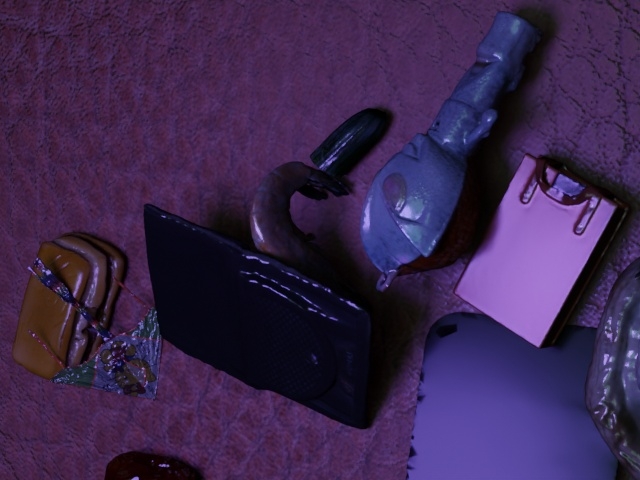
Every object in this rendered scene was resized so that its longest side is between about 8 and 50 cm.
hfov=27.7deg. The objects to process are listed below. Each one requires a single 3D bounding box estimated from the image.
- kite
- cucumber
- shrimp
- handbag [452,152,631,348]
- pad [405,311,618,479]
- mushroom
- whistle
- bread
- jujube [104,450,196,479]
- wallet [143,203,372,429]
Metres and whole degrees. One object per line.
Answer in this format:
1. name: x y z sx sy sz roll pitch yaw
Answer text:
1. kite: -0.290 0.115 1.709 0.198 0.006 0.244 -39 100 -2
2. cucumber: 0.038 -0.122 1.575 0.105 0.048 0.048 -44 73 19
3. shrimp: 0.000 0.000 1.567 0.046 0.152 0.219 -18 124 45
4. handbag: 0.248 0.009 1.465 0.127 0.063 0.190 33 107 27
5. pad: 0.253 0.282 1.489 0.315 0.063 0.375 7 84 26
6. mushroom: 0.369 0.152 1.343 0.164 0.189 0.267 -39 87 24
7. whistle: 0.149 -0.094 1.481 0.133 0.142 0.346 29 92 4
8. bread: -0.344 0.090 1.755 0.116 0.077 0.200 22 100 32
9. jujube: -0.222 0.316 1.695 0.129 0.077 0.077 1 91 21
10. wallet: -0.078 0.102 1.572 0.323 0.041 0.247 26 139 23
